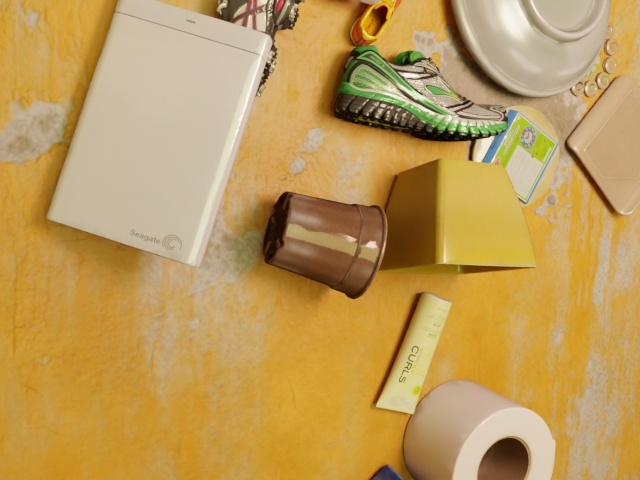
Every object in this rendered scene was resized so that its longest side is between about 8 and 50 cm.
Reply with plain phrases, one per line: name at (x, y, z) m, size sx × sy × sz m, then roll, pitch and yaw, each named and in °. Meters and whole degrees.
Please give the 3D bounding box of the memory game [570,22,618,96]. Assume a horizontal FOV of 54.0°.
memory game at (0.569, -0.399, 1.341) m, size 0.186 × 0.012 × 0.186 m, roll -3°, pitch 98°, yaw -24°

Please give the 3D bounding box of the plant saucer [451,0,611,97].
plant saucer at (0.435, -0.481, 1.202) m, size 0.400 × 0.100 × 0.400 m, roll -1°, pitch 91°, yaw -25°

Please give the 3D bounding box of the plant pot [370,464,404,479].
plant pot at (0.148, 0.607, 1.161) m, size 0.212 × 0.236 × 0.236 m, roll -35°, pitch 111°, yaw -11°

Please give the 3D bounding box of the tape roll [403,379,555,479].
tape roll at (0.310, 0.418, 1.241) m, size 0.246 × 0.169 × 0.246 m, roll -3°, pitch 98°, yaw -25°

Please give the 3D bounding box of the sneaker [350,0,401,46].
sneaker at (0.115, -0.415, 1.097) m, size 0.064 × 0.067 × 0.175 m, roll 27°, pitch 83°, yaw -22°

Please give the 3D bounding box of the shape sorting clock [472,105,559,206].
shape sorting clock at (0.396, -0.169, 1.275) m, size 0.206 × 0.040 × 0.206 m, roll -5°, pitch 102°, yaw -22°

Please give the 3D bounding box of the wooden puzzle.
wooden puzzle at (0.670, -0.209, 1.401) m, size 0.239 × 0.044 × 0.221 m, roll 44°, pitch 78°, yaw -18°

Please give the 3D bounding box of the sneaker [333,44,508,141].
sneaker at (0.197, -0.259, 1.119) m, size 0.344 × 0.134 × 0.146 m, roll 9°, pitch 92°, yaw -25°

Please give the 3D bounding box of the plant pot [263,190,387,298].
plant pot at (0.000, 0.000, 1.055) m, size 0.165 × 0.167 × 0.167 m, roll 15°, pitch 90°, yaw -18°

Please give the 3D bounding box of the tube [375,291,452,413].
tube at (0.187, 0.221, 1.222) m, size 0.070 × 0.062 × 0.240 m, roll 22°, pitch 93°, yaw 15°

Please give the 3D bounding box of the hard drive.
hard drive at (-0.236, -0.163, 0.926) m, size 0.233 × 0.047 × 0.353 m, roll 18°, pitch 90°, yaw 3°

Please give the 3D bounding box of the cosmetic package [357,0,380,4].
cosmetic package at (0.082, -0.519, 1.015) m, size 0.085 × 0.117 × 0.231 m, roll 6°, pitch 82°, yaw -26°

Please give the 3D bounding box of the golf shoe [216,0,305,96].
golf shoe at (-0.117, -0.323, 1.000) m, size 0.120 × 0.105 × 0.272 m, roll 24°, pitch 86°, yaw -3°

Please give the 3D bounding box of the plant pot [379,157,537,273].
plant pot at (0.236, -0.039, 1.139) m, size 0.212 × 0.212 × 0.187 m, roll 3°, pitch 82°, yaw -25°
